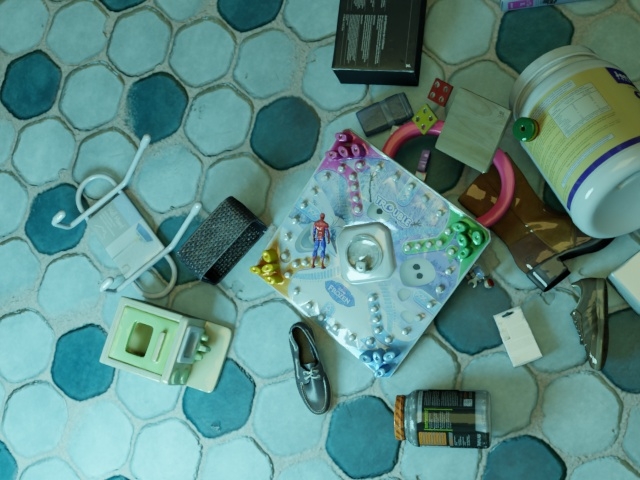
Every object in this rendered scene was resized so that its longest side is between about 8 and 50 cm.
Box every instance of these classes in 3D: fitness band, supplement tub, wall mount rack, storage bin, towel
[{"bbox_3d":[0.262,-0.134,1.808,0.291,0.054,0.209,26,88,16],"label":"fitness band"},{"bbox_3d":[0.530,-0.197,1.680,0.241,0.241,0.331,-28,54,6],"label":"supplement tub"},{"bbox_3d":[-0.422,-0.052,1.949,0.304,0.130,0.350,-40,76,3],"label":"wall mount rack"},{"bbox_3d":[-0.215,0.002,1.900,0.084,0.122,0.180,42,91,15],"label":"storage bin"},{"bbox_3d":[0.143,-0.279,1.921,0.119,0.029,0.067,-22,77,7],"label":"towel"},{"bbox_3d":[0.247,0.359,1.746,0.190,0.117,0.117,0,80,12],"label":"supplement tub"}]

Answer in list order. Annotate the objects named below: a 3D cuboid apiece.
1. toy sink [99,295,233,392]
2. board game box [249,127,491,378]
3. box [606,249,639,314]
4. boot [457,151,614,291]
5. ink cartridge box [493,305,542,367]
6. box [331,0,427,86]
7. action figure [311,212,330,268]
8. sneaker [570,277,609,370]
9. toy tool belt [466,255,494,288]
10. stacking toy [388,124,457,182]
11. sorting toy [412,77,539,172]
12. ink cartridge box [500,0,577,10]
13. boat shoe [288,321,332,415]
[{"bbox_3d":[-0.333,0.228,1.882,0.234,0.131,0.153,17,85,14],"label":"toy sink"},{"bbox_3d":[0.089,0.029,1.809,0.390,0.050,0.390,38,108,16],"label":"board game box"},{"bbox_3d":[0.644,0.078,1.725,0.102,0.087,0.101,-40,75,3],"label":"box"},{"bbox_3d":[0.470,-0.073,1.807,0.264,0.096,0.280,-41,67,10],"label":"boot"},{"bbox_3d":[0.406,0.198,1.786,0.063,0.029,0.115,-23,76,8],"label":"ink cartridge box"},{"bbox_3d":[0.136,-0.483,1.920,0.184,0.103,0.261,4,81,16],"label":"box"},{"bbox_3d":[0.000,0.000,1.801,0.038,0.030,0.115,7,98,18],"label":"action figure"},{"bbox_3d":[0.543,0.169,1.753,0.071,0.066,0.188,-2,74,28],"label":"sneaker"},{"bbox_3d":[0.326,0.071,1.819,0.051,0.052,0.083,-38,69,36],"label":"toy tool belt"},{"bbox_3d":[0.215,-0.133,1.870,0.167,0.052,0.221,13,84,14],"label":"stacking toy"},{"bbox_3d":[0.307,-0.224,1.736,0.274,0.046,0.132,34,112,37],"label":"sorting toy"},{"bbox_3d":[0.543,-0.613,1.880,0.311,0.065,0.186,-4,80,9],"label":"ink cartridge box"},{"bbox_3d":[-0.028,0.273,1.844,0.075,0.065,0.206,-16,78,9],"label":"boat shoe"}]
